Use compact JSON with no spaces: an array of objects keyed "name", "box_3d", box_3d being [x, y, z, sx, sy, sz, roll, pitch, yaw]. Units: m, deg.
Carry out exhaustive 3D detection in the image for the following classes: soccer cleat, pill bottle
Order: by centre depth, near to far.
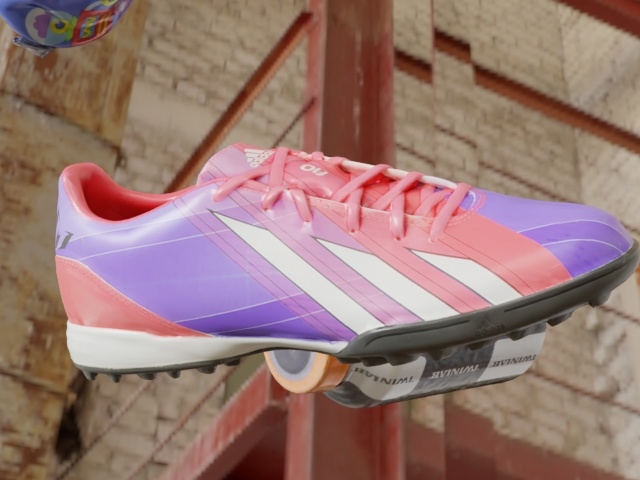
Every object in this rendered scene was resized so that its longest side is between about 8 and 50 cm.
[{"name":"soccer cleat","box_3d":[0.000,0.000,0.729,0.318,0.108,0.116,-7,-81,25]},{"name":"pill bottle","box_3d":[0.069,0.074,1.221,0.245,0.130,0.130,-6,-33,-40]}]

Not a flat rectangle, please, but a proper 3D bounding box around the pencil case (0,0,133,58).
[{"name":"pencil case","box_3d":[-0.156,-0.252,0.965,0.133,0.119,0.306,-8,-21,-28]}]
